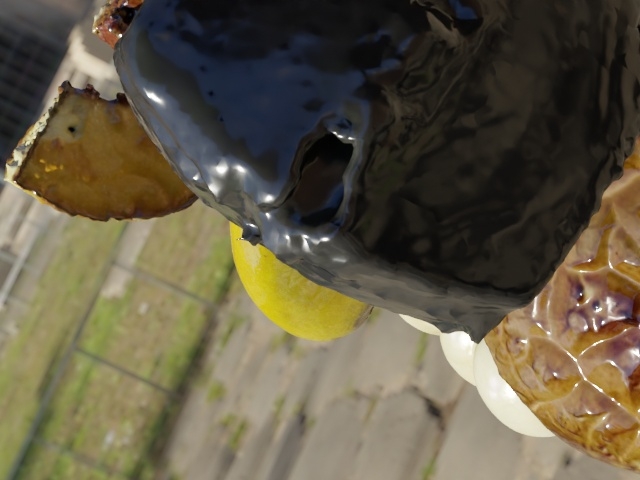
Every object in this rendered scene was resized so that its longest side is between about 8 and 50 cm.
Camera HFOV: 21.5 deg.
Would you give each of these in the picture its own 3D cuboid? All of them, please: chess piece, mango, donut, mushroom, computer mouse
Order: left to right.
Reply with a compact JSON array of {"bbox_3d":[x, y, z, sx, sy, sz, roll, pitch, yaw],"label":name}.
[{"bbox_3d":[-0.131,-0.096,1.197,0.217,0.141,0.085,-58,18,-19],"label":"donut"},{"bbox_3d":[0.000,0.000,0.974,0.161,0.103,0.076,88,174,-45],"label":"mango"},{"bbox_3d":[0.039,-0.071,0.448,0.217,0.122,0.073,-56,-1,-38],"label":"computer mouse"},{"bbox_3d":[0.164,0.073,1.601,0.167,0.167,0.299,-58,34,20],"label":"chess piece"},{"bbox_3d":[0.206,0.013,0.921,0.253,0.253,0.153,-59,-10,17],"label":"mushroom"}]
